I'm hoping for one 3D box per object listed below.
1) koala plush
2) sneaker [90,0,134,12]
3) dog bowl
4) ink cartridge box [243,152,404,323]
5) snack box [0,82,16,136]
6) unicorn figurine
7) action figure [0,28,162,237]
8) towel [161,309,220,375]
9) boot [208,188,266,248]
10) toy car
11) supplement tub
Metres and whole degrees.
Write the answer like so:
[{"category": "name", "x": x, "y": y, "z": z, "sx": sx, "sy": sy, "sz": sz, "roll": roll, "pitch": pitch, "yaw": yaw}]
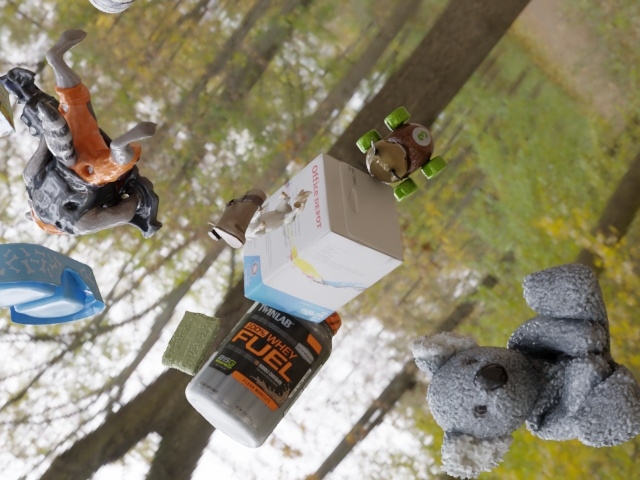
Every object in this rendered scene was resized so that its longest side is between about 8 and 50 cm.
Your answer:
[{"category": "koala plush", "x": 0.220, "y": 0.160, "z": 1.135, "sx": 0.203, "sy": 0.221, "sz": 0.196, "roll": 55, "pitch": -163, "yaw": -69}, {"category": "sneaker", "x": -0.290, "y": -0.534, "z": 1.692, "sx": 0.126, "sy": 0.321, "sz": 0.127, "roll": 17, "pitch": 173, "yaw": -25}, {"category": "dog bowl", "x": -0.478, "y": 0.074, "z": 1.716, "sx": 0.297, "sy": 0.165, "sz": 0.074, "roll": 38, "pitch": -140, "yaw": -69}, {"category": "ink cartridge box", "x": 0.000, "y": 0.000, "z": 2.074, "sx": 0.197, "sy": 0.270, "sz": 0.198, "roll": 23, "pitch": -135, "yaw": -33}, {"category": "snack box", "x": -0.626, "y": -0.275, "z": 1.960, "sx": 0.141, "sy": 0.037, "sz": 0.100, "roll": 79, "pitch": 173, "yaw": -66}, {"category": "unicorn figurine", "x": -0.093, "y": -0.034, "z": 1.693, "sx": 0.111, "sy": 0.161, "sz": 0.060, "roll": 127, "pitch": 131, "yaw": -67}, {"category": "action figure", "x": -0.378, "y": -0.138, "z": 1.474, "sx": 0.341, "sy": 0.330, "sz": 0.178, "roll": 41, "pitch": -132, "yaw": 10}, {"category": "towel", "x": -0.299, "y": 0.236, "z": 2.389, "sx": 0.110, "sy": 0.148, "sz": 0.027, "roll": 13, "pitch": 157, "yaw": 29}, {"category": "boot", "x": -0.106, "y": -0.034, "z": 1.398, "sx": 0.042, "sy": 0.087, "sz": 0.118, "roll": 50, "pitch": 163, "yaw": -24}, {"category": "toy car", "x": 0.149, "y": -0.170, "z": 2.060, "sx": 0.155, "sy": 0.149, "sz": 0.188, "roll": 53, "pitch": -164, "yaw": 4}, {"category": "supplement tub", "x": -0.115, "y": 0.263, "z": 2.238, "sx": 0.207, "sy": 0.338, "sz": 0.207, "roll": 33, "pitch": 159, "yaw": 15}]
